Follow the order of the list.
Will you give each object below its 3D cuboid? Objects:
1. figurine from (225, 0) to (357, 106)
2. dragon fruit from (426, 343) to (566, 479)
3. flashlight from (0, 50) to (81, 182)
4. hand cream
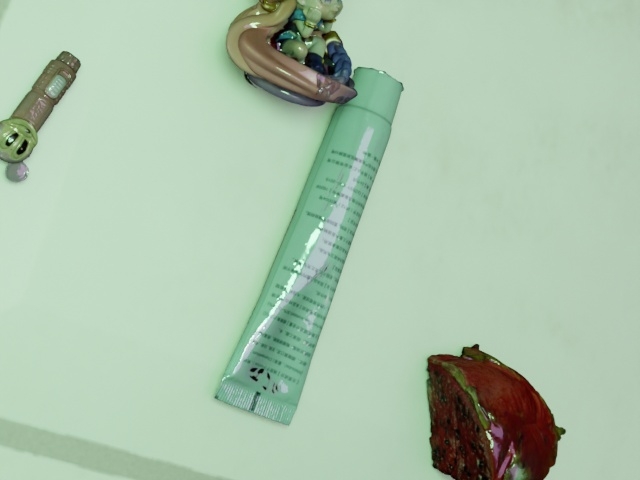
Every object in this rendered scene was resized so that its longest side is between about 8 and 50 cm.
[{"bbox_3d":[-0.021,-0.194,0.932,0.126,0.114,0.157,-25,121,-49],"label":"figurine"},{"bbox_3d":[0.190,0.175,1.097,0.161,0.127,0.120,-8,103,-35],"label":"dragon fruit"},{"bbox_3d":[-0.220,-0.100,0.842,0.052,0.031,0.110,41,68,-29],"label":"flashlight"},{"bbox_3d":[0.000,0.000,0.988,0.085,0.058,0.331,28,75,-35],"label":"hand cream"}]
